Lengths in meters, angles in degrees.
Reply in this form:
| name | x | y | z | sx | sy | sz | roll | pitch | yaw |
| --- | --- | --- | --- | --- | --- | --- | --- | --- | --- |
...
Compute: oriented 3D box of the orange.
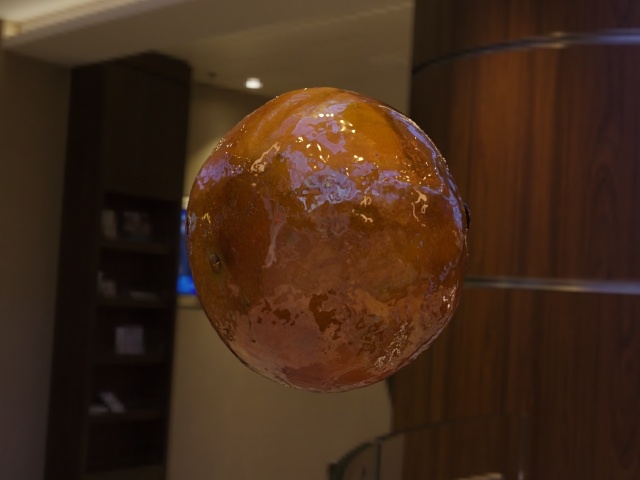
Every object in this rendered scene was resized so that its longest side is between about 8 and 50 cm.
| name | x | y | z | sx | sy | sz | roll | pitch | yaw |
| --- | --- | --- | --- | --- | --- | --- | --- | --- | --- |
| orange | 0.000 | 0.000 | 1.076 | 0.226 | 0.284 | 0.284 | -11 | 6 | -38 |
